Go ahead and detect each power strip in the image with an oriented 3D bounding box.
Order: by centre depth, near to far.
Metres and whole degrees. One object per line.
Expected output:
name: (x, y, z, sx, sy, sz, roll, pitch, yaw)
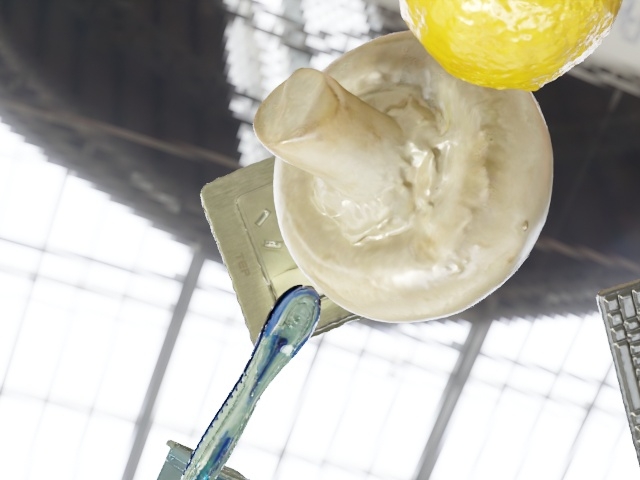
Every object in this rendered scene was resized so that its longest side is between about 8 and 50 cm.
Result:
power strip: (0.001, 0.002, 2.586, 0.257, 0.092, 0.251, -21, -117, 2)

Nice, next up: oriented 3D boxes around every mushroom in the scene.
mushroom: (0.044, -0.054, 1.352, 0.215, 0.207, 0.207, 26, -164, -49)

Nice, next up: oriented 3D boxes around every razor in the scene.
razor: (-0.093, 0.179, 1.765, 0.093, 0.324, 0.056, 31, -171, -18)

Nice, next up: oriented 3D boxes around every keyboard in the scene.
keyboard: (0.337, 0.159, 1.885, 0.101, 0.309, 0.018, -18, -149, 0)

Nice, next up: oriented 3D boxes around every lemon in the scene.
lemon: (0.115, -0.163, 1.225, 0.142, 0.142, 0.187, 25, 178, 7)

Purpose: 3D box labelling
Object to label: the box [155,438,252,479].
box: (-0.121, 0.250, 2.046, 0.074, 0.054, 0.099, 24, 175, 36)
